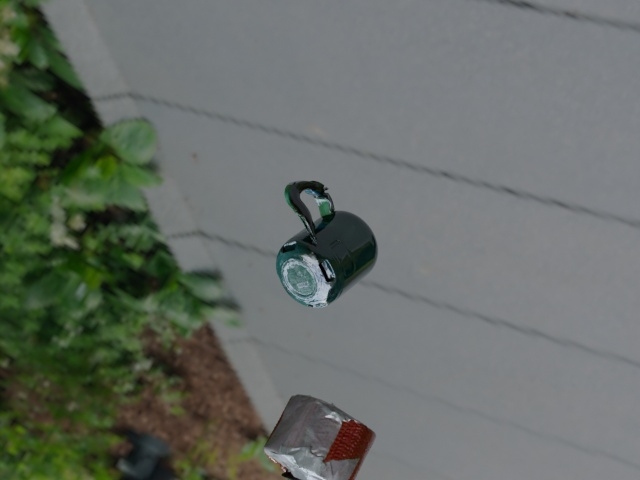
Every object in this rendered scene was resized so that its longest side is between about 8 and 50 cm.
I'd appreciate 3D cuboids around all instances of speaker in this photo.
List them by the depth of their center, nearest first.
[{"bbox_3d":[0.003,-0.001,1.063,0.060,0.075,0.094,11,122,35],"label":"speaker"}]

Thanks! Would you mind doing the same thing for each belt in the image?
[{"bbox_3d":[-0.006,0.308,2.002,0.128,0.124,0.201,32,166,-15],"label":"belt"}]
